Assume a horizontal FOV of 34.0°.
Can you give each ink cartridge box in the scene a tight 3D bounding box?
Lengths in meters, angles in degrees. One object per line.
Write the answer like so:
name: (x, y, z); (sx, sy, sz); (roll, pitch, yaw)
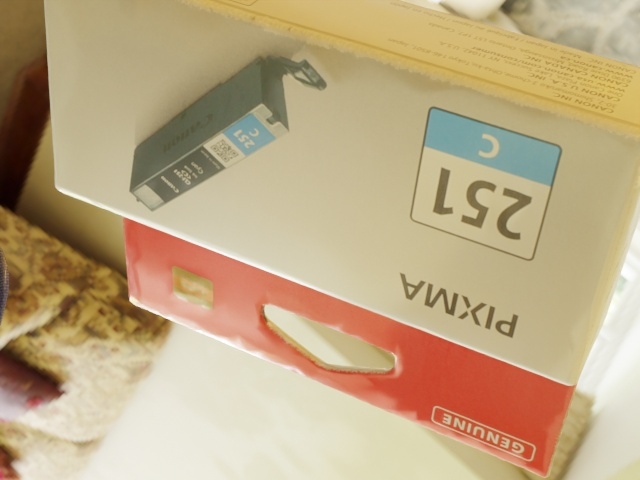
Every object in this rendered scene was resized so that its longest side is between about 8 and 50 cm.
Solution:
ink cartridge box: (0.000, 0.000, 0.544); (0.066, 0.296, 0.261); (-48, 152, -48)

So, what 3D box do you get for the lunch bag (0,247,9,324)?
lunch bag: (-0.148, 0.053, 0.300); (0.151, 0.096, 0.129); (22, -81, 64)
